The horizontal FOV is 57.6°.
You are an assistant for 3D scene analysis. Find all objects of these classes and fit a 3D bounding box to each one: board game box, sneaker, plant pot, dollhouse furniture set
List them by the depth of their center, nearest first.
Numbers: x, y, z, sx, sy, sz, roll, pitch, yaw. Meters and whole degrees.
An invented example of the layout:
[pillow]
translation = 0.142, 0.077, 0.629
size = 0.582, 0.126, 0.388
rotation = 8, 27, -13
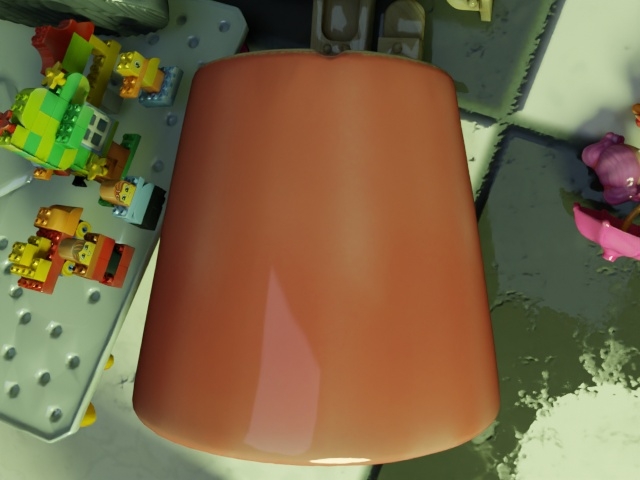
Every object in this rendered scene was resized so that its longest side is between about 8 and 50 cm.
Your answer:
[dollhouse furniture set]
translation = 0.057, -0.213, 0.439
size = 0.151, 0.123, 0.144
rotation = 8, 104, 15
[plant pot]
translation = 0.000, 0.000, 0.445
size = 0.275, 0.275, 0.243
rotation = 2, 94, 16
[sneaker]
translation = -0.267, -0.254, 0.478
size = 0.319, 0.112, 0.131
rotation = 13, 93, 10
[board game box]
translation = -0.304, -0.076, 0.535
size = 0.390, 0.050, 0.389
rotation = 19, 80, 12

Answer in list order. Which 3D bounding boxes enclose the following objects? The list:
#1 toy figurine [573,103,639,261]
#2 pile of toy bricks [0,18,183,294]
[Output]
[toy figurine]
translation = 0.262, -0.057, 0.432
size = 0.159, 0.130, 0.173
rotation = -29, 71, 30
[pile of toy bricks]
translation = -0.183, -0.070, 0.420
size = 0.118, 0.105, 0.212
rotation = 6, 75, 32
